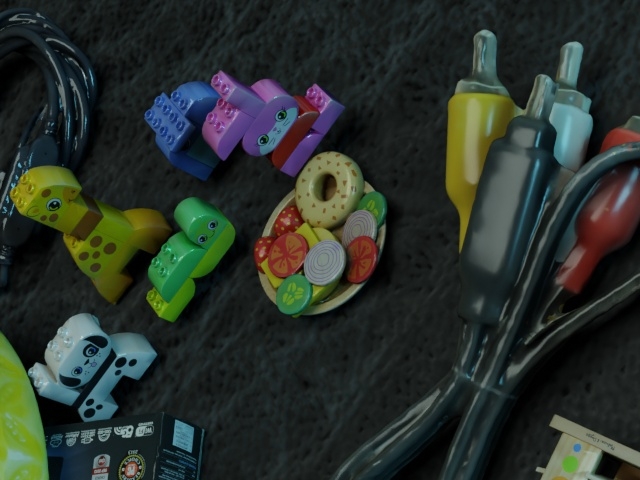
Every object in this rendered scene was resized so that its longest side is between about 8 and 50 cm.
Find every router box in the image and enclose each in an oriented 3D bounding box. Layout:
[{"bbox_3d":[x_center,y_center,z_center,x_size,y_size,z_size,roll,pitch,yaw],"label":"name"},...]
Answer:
[{"bbox_3d":[-0.123,0.145,0.902,0.122,0.038,0.092,-11,63,32],"label":"router box"}]

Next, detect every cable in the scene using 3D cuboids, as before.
[{"bbox_3d":[-0.209,-0.058,1.063,0.151,0.047,0.184,4,74,43],"label":"cable"},{"bbox_3d":[0.092,0.045,0.800,0.139,0.072,0.287,18,92,23],"label":"cable"}]

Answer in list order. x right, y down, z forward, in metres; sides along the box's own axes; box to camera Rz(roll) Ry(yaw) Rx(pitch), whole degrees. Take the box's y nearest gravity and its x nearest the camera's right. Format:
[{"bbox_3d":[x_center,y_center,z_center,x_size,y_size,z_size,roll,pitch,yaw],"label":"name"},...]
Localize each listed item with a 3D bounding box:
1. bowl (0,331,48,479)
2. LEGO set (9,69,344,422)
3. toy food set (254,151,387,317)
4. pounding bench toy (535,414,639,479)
[{"bbox_3d":[-0.293,0.155,0.909,0.289,0.156,0.289,-18,64,41],"label":"bowl"},{"bbox_3d":[-0.104,-0.018,0.917,0.227,0.093,0.087,-53,43,11],"label":"LEGO set"},{"bbox_3d":[0.000,0.000,0.892,0.083,0.020,0.082,-43,50,11],"label":"toy food set"},{"bbox_3d":[0.128,0.124,0.718,0.083,0.052,0.065,22,83,40],"label":"pounding bench toy"}]
